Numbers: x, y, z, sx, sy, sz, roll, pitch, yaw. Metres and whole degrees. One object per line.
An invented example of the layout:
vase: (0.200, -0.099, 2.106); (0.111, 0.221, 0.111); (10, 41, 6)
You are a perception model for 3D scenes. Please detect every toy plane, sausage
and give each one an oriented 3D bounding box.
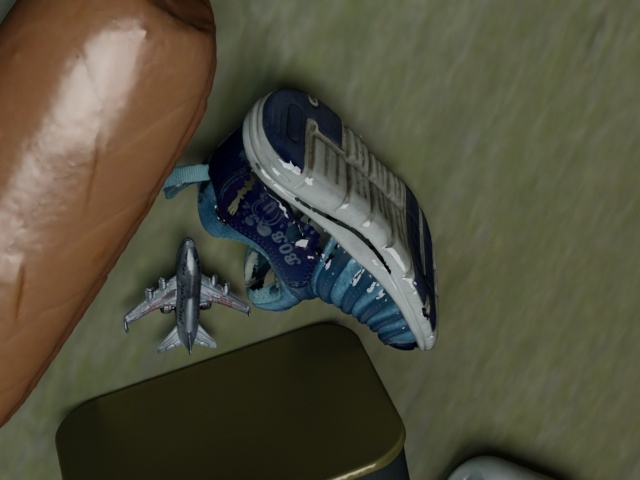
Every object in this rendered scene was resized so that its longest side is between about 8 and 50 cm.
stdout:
toy plane: (-0.081, 0.033, 0.904); (0.078, 0.031, 0.083); (-6, 119, -14)
sausage: (-0.157, -0.024, 0.799); (0.121, 0.121, 0.304); (25, 108, -27)

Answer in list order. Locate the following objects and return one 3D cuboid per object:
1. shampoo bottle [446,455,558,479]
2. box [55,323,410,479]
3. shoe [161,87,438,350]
shampoo bottle: (0.173, 0.211, 1.052); (0.192, 0.074, 0.074); (25, 108, -27)
box: (-0.049, 0.147, 0.912); (0.201, 0.144, 0.090); (-19, 125, -7)
shoe: (0.000, 0.000, 0.889); (0.106, 0.091, 0.207); (-29, 129, 26)
